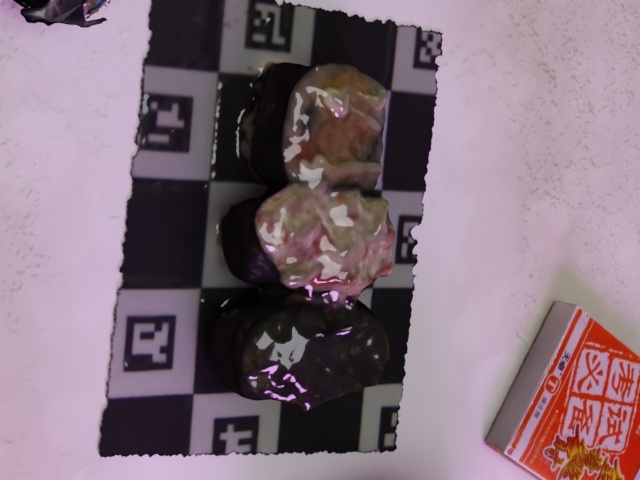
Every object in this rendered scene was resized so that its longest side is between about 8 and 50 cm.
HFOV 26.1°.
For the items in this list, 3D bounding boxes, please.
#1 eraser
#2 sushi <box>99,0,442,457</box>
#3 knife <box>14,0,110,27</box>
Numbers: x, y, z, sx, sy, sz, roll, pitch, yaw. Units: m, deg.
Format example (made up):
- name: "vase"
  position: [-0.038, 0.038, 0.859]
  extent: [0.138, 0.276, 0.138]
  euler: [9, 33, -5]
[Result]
- name: "eraser"
  position: [0.272, 0.180, 1.348]
  extent: [0.230, 0.038, 0.157]
  euler: [36, 76, -33]
- name: "sushi"
  position: [0.000, 0.000, 1.084]
  extent: [0.296, 0.100, 0.373]
  euler: [5, 94, -36]
- name: "knife"
  position: [-0.204, -0.323, 0.926]
  extent: [0.089, 0.043, 0.365]
  euler: [-15, 104, -33]
